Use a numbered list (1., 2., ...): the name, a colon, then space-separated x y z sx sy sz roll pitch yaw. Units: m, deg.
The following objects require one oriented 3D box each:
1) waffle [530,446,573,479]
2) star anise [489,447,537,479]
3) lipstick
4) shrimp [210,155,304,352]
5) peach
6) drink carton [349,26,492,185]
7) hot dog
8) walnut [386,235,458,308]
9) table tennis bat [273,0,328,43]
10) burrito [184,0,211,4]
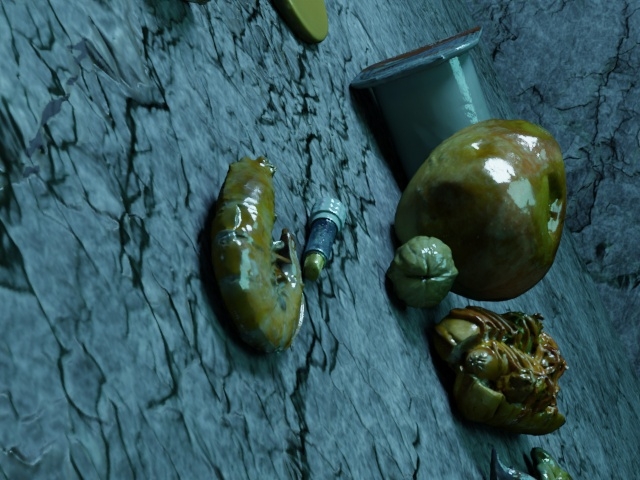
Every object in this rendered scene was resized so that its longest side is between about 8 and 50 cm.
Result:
1. waffle: 0.351 0.401 1.495 0.223 0.054 0.204 54 22 -35
2. star anise: 0.269 0.337 1.281 0.204 0.061 0.180 54 -12 -27
3. lipstick: 0.000 0.000 1.056 0.037 0.037 0.116 58 23 -22
4. shrimp: -0.051 0.010 0.890 0.132 0.052 0.187 64 21 -46
5. peach: 0.210 -0.048 1.376 0.214 0.235 0.214 28 -7 4
6. drink carton: 0.156 -0.173 1.524 0.191 0.185 0.189 -61 136 -70
7. hot dog: 0.251 0.165 1.415 0.349 0.117 0.158 28 40 -62
8. walnut: 0.118 0.036 1.265 0.092 0.092 0.092 54 21 -32
9. table tennis bat: -0.047 -0.396 1.407 0.198 0.050 0.321 38 36 -57
10. burrito: -0.148 -0.379 1.014 0.143 0.105 0.299 8 61 -64
